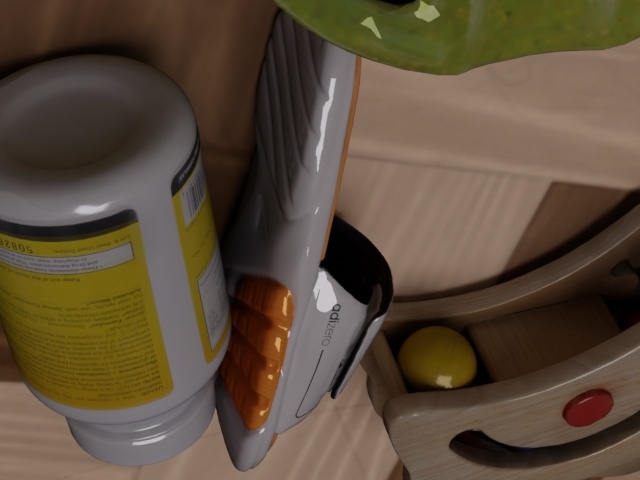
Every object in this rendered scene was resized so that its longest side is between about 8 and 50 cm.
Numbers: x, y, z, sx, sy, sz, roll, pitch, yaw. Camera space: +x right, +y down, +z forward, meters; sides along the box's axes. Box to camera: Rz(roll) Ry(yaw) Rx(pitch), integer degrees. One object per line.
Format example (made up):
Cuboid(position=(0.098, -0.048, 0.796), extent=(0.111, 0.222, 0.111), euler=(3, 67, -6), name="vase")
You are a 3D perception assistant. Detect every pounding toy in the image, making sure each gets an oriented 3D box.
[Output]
Cuboid(position=(0.161, 0.085, 0.760), extent=(0.270, 0.155, 0.154), euler=(-7, 137, -16), name="pounding toy")

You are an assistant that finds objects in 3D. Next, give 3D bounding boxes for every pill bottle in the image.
Cuboid(position=(-0.095, 0.017, 0.630), extent=(0.103, 0.103, 0.184), euler=(-15, 134, -10), name="pill bottle")

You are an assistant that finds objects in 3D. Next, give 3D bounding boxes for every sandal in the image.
Cuboid(position=(0.003, 0.006, 0.662), extent=(0.076, 0.102, 0.265), euler=(1, 128, -20), name="sandal")

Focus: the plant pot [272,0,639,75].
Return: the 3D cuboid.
Cuboid(position=(0.019, -0.186, 0.388), extent=(0.276, 0.254, 0.276), euler=(-11, 134, -12), name="plant pot")
